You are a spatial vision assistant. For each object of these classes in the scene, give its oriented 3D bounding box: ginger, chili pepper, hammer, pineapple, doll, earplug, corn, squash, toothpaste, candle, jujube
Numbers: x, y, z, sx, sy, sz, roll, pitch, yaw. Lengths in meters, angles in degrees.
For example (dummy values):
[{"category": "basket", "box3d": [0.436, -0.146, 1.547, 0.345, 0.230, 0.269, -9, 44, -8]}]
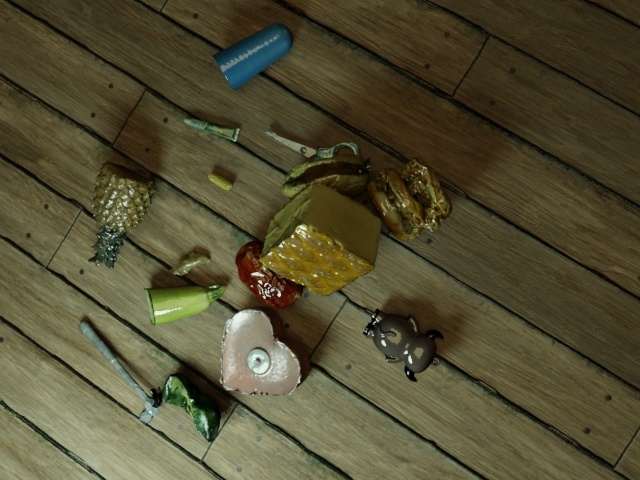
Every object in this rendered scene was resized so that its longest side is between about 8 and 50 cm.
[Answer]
[{"category": "ginger", "box3d": [-0.455, 0.080, 1.853, 0.137, 0.044, 0.057, -28, 55, -1]}, {"category": "chili pepper", "box3d": [-0.415, 0.550, 1.778, 0.264, 0.116, 0.148, 34, 118, 30]}, {"category": "hammer", "box3d": [-0.706, 0.444, 1.851, 0.427, 0.044, 0.152, 41, 120, 13]}, {"category": "pineapple", "box3d": [-0.703, -0.078, 1.822, 0.202, 0.202, 0.362, 24, 97, 8]}, {"category": "doll", "box3d": [0.266, 0.328, 1.710, 0.257, 0.117, 0.182, 29, 93, 8]}, {"category": "earplug", "box3d": [-0.217, -0.642, 1.820, 0.273, 0.132, 0.132, -31, 84, 1]}, {"category": "corn", "box3d": [-0.347, -0.206, 1.855, 0.092, 0.037, 0.037, 31, 91, 6]}, {"category": "squash", "box3d": [-0.463, 0.214, 1.806, 0.287, 0.137, 0.137, -6, 86, 5]}, {"category": "toothpaste", "box3d": [-0.385, -0.397, 1.873, 0.204, 0.031, 0.049, 16, 91, 6]}, {"category": "candle", "box3d": [-0.199, 0.394, 1.766, 0.287, 0.131, 0.317, -47, 73, 9]}, {"category": "jujube", "box3d": [-0.166, 0.112, 1.748, 0.174, 0.174, 0.250, -43, 82, 3]}]

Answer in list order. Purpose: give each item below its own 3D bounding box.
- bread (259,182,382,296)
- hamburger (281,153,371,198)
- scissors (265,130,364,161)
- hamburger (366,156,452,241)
[{"category": "bread", "box3d": [0.000, 0.000, 1.621, 0.279, 0.279, 0.207, 29, 52, -17]}, {"category": "hamburger", "box3d": [0.015, -0.188, 1.701, 0.308, 0.211, 0.132, -12, 86, 11]}, {"category": "scissors", "box3d": [-0.030, -0.296, 1.820, 0.360, 0.029, 0.191, 27, 92, 5]}, {"category": "hamburger", "box3d": [0.269, -0.139, 1.676, 0.211, 0.245, 0.260, -33, 124, 7]}]
